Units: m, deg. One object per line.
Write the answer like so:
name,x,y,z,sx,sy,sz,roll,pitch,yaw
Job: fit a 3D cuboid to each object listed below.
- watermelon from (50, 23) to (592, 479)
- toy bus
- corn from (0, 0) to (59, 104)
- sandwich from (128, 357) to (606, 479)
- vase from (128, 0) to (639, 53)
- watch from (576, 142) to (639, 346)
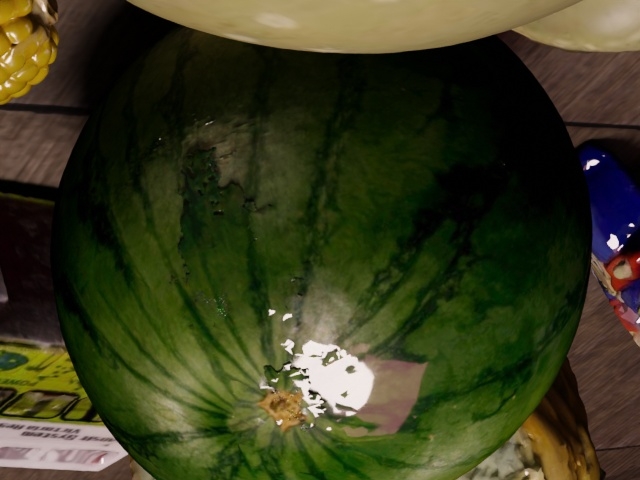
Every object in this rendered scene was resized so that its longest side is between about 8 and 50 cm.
watermelon,0.000,0.003,0.788,0.242,0.242,0.242,-16,155,-8
toy bus,-0.182,0.039,0.881,0.301,0.113,0.139,12,141,-45
corn,-0.211,-0.059,0.689,0.231,0.080,0.080,-21,155,1
sandwich,0.009,0.105,0.951,0.251,0.226,0.087,-36,143,23
vase,0.062,-0.206,0.472,0.302,0.241,0.329,-6,128,-54
watch,0.277,0.002,1.108,0.200,0.171,0.196,-35,154,-3
